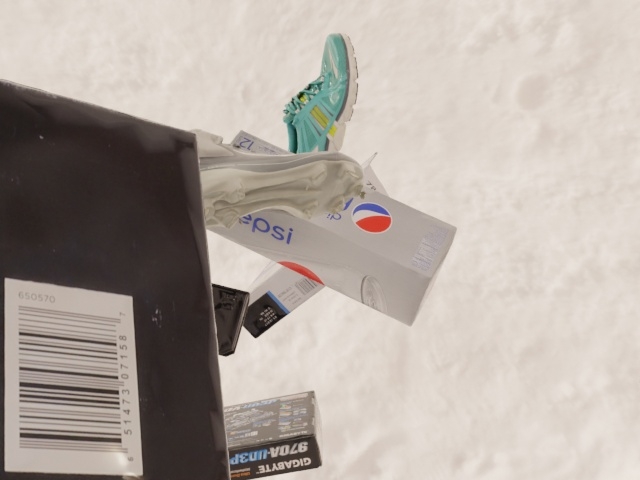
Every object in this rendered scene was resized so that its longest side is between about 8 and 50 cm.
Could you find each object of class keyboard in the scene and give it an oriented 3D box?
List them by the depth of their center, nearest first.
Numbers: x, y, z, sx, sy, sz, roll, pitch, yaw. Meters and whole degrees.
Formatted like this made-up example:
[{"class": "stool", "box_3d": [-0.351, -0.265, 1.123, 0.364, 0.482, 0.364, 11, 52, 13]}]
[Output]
[{"class": "keyboard", "box_3d": [-0.174, 0.064, 1.165, 0.180, 0.023, 0.108, 14, 78, 4]}]

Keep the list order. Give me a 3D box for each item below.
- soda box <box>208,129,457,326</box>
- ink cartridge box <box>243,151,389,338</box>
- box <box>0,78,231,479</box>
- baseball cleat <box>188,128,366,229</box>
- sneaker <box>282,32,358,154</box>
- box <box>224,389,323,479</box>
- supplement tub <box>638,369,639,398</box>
[{"class": "soda box", "box_3d": [0.005, -0.015, 1.174, 0.286, 0.098, 0.091, 25, 49, 8]}, {"class": "ink cartridge box", "box_3d": [0.000, 0.000, 1.462, 0.065, 0.333, 0.165, 45, 127, -7]}, {"class": "box", "box_3d": [-0.208, 0.136, 0.570, 0.179, 0.312, 0.343, 12, 57, -35]}, {"class": "baseball cleat", "box_3d": [-0.054, -0.064, 0.878, 0.109, 0.206, 0.072, 46, 125, 31]}, {"class": "sneaker", "box_3d": [-0.007, -0.217, 1.686, 0.110, 0.107, 0.275, 13, 97, -16]}, {"class": "box", "box_3d": [-0.109, 0.279, 1.402, 0.220, 0.175, 0.051, -11, 101, 1]}, {"class": "supplement tub", "box_3d": [0.552, 0.177, 1.166, 0.316, 0.193, 0.194, 5, 95, -22]}]
